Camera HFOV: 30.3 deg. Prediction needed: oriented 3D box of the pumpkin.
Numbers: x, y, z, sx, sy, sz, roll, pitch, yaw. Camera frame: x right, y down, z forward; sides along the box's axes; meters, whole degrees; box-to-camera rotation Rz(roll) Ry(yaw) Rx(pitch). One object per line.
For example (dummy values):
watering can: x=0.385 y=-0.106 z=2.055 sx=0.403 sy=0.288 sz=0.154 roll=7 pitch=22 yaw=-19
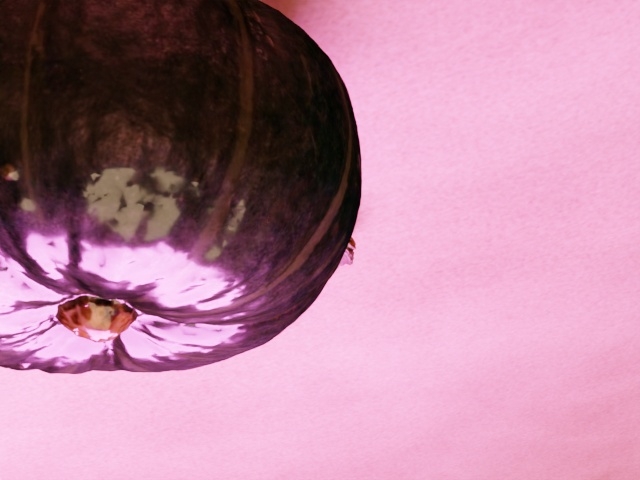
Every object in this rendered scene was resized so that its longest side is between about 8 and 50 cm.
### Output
pumpkin: x=-0.127 y=-0.040 z=0.674 sx=0.300 sy=0.207 sz=0.300 roll=-3 pitch=160 yaw=-1

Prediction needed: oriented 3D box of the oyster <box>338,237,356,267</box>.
oyster: x=0.003 y=0.000 z=0.943 sx=0.051 sy=0.034 sz=0.093 roll=12 pitch=155 yaw=-10
